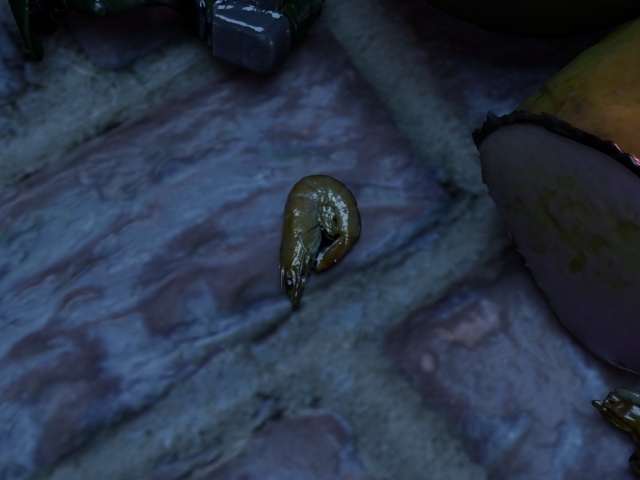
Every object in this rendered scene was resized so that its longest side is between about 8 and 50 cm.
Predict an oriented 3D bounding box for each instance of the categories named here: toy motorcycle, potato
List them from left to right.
[{"bbox_3d":[-0.134,-0.202,1.055,0.274,0.125,0.187,18,61,8],"label":"toy motorcycle"},{"bbox_3d":[0.262,-0.072,0.950,0.229,0.229,0.266,41,66,15],"label":"potato"}]

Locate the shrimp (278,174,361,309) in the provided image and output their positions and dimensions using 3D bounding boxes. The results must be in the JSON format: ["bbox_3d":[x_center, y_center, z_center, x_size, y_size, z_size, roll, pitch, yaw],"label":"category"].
[{"bbox_3d":[0.000,0.000,1.023,0.059,0.023,0.108,7,69,-5],"label":"shrimp"}]

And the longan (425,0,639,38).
[{"bbox_3d":[0.181,-0.313,0.973,0.360,0.361,0.361,0,68,1],"label":"longan"}]

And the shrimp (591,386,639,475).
[{"bbox_3d":[0.330,0.152,0.940,0.294,0.062,0.154,19,58,5],"label":"shrimp"}]
